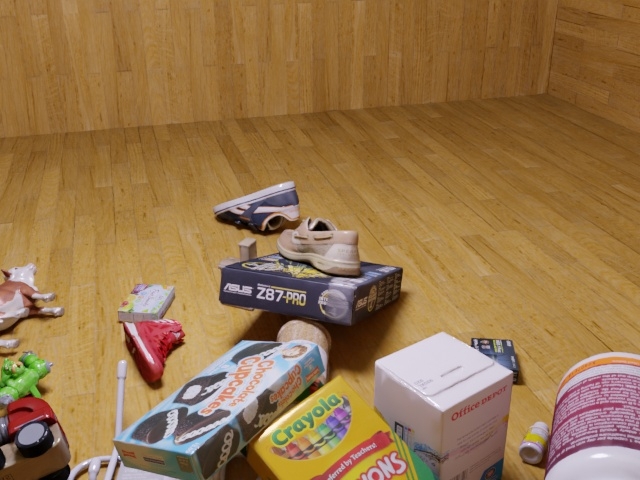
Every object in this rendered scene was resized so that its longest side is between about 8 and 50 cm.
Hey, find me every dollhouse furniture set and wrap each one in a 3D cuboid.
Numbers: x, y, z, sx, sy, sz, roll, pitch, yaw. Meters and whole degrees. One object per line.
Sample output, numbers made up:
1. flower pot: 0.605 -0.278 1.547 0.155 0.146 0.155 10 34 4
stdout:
1. dollhouse furniture set: -0.183 0.055 1.891 0.101 0.182 0.161 11 27 23

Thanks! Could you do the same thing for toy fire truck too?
1. toy fire truck: -0.564 0.352 1.305 0.217 0.158 0.246 -23 39 -17

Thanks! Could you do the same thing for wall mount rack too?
1. wall mount rack: -0.272 0.345 1.330 0.350 0.130 0.304 -1 25 -3

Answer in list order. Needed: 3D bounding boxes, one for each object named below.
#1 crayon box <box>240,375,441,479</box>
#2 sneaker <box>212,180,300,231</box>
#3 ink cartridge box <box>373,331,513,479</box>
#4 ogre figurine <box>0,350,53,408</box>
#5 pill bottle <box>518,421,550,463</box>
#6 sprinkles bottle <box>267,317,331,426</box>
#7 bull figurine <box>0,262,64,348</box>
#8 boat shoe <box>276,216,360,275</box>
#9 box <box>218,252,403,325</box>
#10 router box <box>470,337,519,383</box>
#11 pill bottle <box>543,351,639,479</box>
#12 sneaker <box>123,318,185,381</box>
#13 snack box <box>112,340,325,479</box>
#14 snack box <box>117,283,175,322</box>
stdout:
1. crayon box: 0.024 0.358 1.187 0.202 0.081 0.318 -31 58 -30
2. sneaker: -0.199 -0.084 2.286 0.321 0.127 0.126 -13 6 39
3. ink cartridge box: 0.203 0.310 1.272 0.171 0.233 0.168 -18 30 -34
4. ogre figurine: -0.625 0.290 1.511 0.118 0.097 0.197 -9 4 27
5. pill bottle: 0.395 0.369 1.366 0.043 0.043 0.083 13 27 26
6. sprinkles bottle: -0.044 0.289 1.457 0.121 0.121 0.355 1 24 3
7. bull figurine: -0.741 0.156 1.782 0.188 0.101 0.310 8 26 13
8. boat shoe: 0.000 0.000 1.757 0.121 0.110 0.341 2 8 -29
9. box: -0.008 0.103 1.760 0.318 0.097 0.395 10 8 21
10. router box: 0.375 0.259 1.610 0.092 0.038 0.122 3 25 5
11. pill bottle: 0.467 0.365 1.161 0.224 0.224 0.392 9 26 19
12. sneaker: -0.351 0.225 1.645 0.128 0.087 0.221 -14 29 -24
13. snack box: -0.158 0.269 1.230 0.187 0.060 0.322 -4 21 38
14. snack box: -0.430 0.156 1.849 0.100 0.037 0.141 4 25 6
